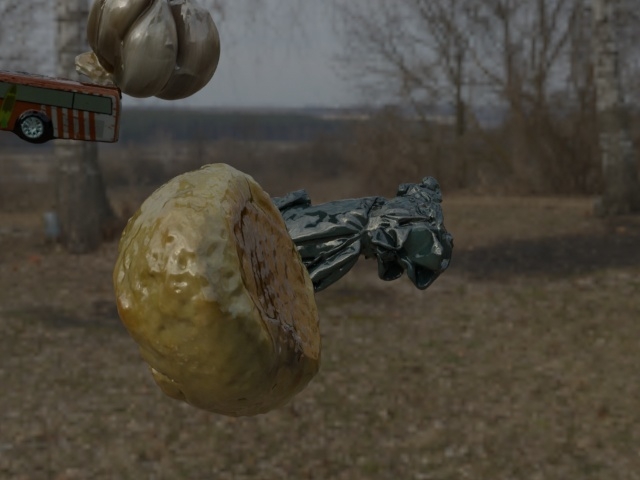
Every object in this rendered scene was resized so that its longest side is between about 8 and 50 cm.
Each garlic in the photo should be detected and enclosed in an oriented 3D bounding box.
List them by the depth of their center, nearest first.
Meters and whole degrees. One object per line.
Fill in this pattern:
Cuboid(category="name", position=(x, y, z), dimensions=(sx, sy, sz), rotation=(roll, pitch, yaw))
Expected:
Cuboid(category="garlic", position=(-0.313, -0.375, 2.263), dimensions=(0.210, 0.237, 0.292), rotation=(-14, -18, -48))

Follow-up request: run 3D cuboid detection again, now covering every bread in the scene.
Cuboid(category="bread", position=(-0.095, 0.052, 1.105), dimensions=(0.134, 0.244, 0.244), rotation=(-16, 2, 14))

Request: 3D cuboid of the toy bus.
Cuboid(category="toy bus", position=(-0.482, -0.197, 1.710), dimensions=(0.408, 0.092, 0.093), rotation=(8, 11, -8))

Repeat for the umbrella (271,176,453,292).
Cuboid(category="umbrella", position=(0.001, -0.001, 1.608), dimensions=(0.348, 0.143, 0.094), rotation=(-7, -36, 12))
